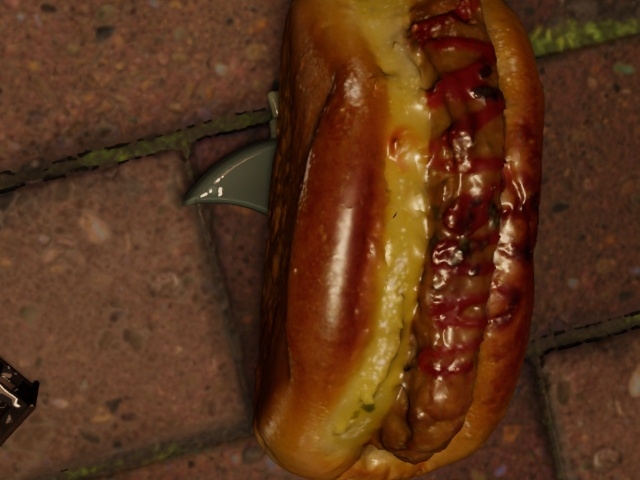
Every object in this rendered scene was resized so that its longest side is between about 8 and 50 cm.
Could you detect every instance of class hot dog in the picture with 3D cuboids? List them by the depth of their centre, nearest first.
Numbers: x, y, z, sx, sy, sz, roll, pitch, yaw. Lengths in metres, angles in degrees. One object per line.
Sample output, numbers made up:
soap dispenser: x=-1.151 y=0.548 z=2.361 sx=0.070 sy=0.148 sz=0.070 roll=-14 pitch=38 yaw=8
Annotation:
hot dog: x=0.058 y=-0.007 z=1.085 sx=0.185 sy=0.223 sz=0.405 roll=4 pitch=94 yaw=-10

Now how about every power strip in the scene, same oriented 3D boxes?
power strip: x=0.000 y=0.000 z=1.212 sx=0.167 sy=0.054 sz=0.253 roll=-31 pitch=100 yaw=-9

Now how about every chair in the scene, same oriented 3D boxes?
chair: x=-0.243 y=0.171 z=1.169 sx=0.212 sy=0.084 sz=0.101 roll=40 pitch=91 yaw=-11
